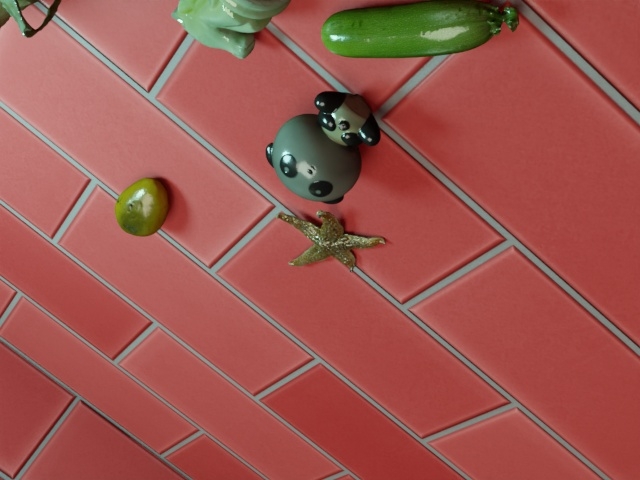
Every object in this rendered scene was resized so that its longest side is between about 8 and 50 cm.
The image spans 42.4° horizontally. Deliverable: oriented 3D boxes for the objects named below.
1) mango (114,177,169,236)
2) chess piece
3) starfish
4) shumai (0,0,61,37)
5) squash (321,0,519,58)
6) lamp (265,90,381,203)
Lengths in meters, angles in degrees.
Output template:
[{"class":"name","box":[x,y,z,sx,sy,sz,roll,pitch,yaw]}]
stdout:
[{"class":"mango","box":[-0.463,-0.089,2.144,0.137,0.098,0.195,35,134,2]},{"class":"chess piece","box":[-0.174,-0.453,1.588,0.176,0.176,0.298,41,151,-12]},{"class":"starfish","box":[0.001,-0.005,1.986,0.295,0.048,0.231,-15,132,42]},{"class":"shumai","box":[-0.674,-0.565,1.674,0.348,0.395,0.395,2,135,1]},{"class":"squash","box":[0.167,-0.377,1.477,0.378,0.101,0.101,3,132,27]},{"class":"lamp","box":[0.009,-0.191,1.702,0.197,0.198,0.244,36,130,-6]}]
